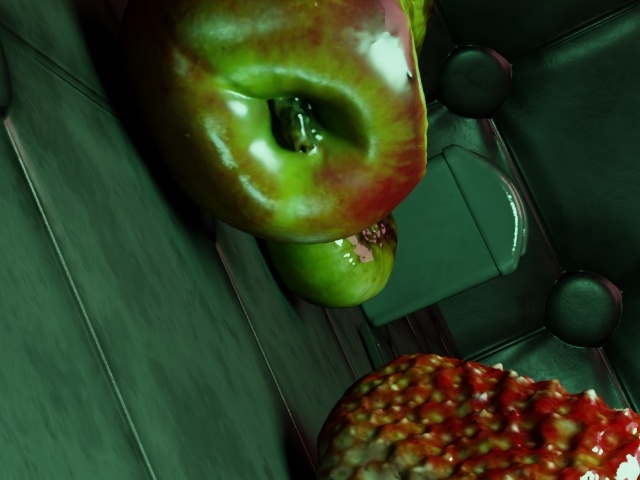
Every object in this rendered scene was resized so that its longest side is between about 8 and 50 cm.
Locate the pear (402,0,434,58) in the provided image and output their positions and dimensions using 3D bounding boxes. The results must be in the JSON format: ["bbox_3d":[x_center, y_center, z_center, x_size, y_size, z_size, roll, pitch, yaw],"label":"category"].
[{"bbox_3d":[-0.018,-0.228,1.827,0.284,0.283,0.283,63,6,-12],"label":"pear"}]

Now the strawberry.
[{"bbox_3d":[0.141,0.216,1.357,0.351,0.267,0.312,45,34,23],"label":"strawberry"}]

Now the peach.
[{"bbox_3d":[-0.029,-0.137,1.450,0.275,0.245,0.249,-84,-171,-69],"label":"peach"}]

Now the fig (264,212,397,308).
[{"bbox_3d":[0.010,-0.004,1.781,0.153,0.120,0.136,-25,94,-85],"label":"fig"}]

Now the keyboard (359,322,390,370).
[{"bbox_3d":[0.091,0.177,2.195,0.103,0.041,0.381,58,15,-53],"label":"keyboard"}]

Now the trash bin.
[{"bbox_3d":[0.139,-0.010,2.380,0.177,0.236,0.101,64,5,1],"label":"trash bin"}]
